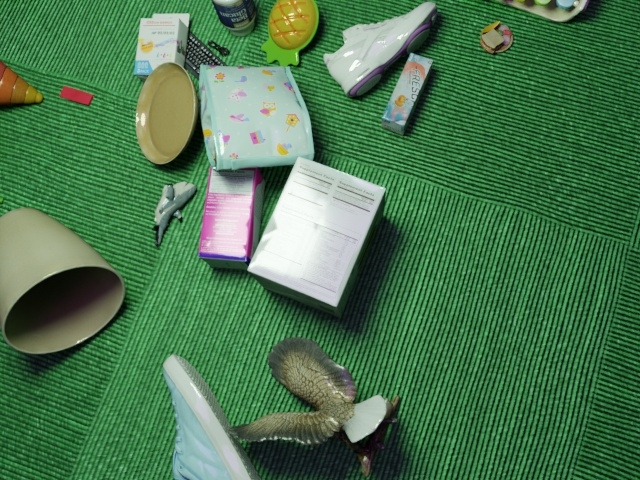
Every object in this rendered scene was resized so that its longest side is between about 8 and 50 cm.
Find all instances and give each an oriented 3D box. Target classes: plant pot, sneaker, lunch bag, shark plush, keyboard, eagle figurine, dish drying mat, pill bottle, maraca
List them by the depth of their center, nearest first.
[{"bbox_3d":[-0.010,0.347,1.302,0.298,0.226,0.225,27,100,5],"label":"eagle figurine"},{"bbox_3d":[-0.259,0.416,1.329,0.150,0.135,0.365,-31,75,-7],"label":"sneaker"},{"bbox_3d":[-0.607,0.060,1.403,0.256,0.256,0.274,-40,61,-6],"label":"plant pot"},{"bbox_3d":[-0.146,-0.254,1.418,0.224,0.160,0.262,-5,55,-18],"label":"lunch bag"},{"bbox_3d":[-0.346,-0.066,1.496,0.067,0.073,0.161,24,72,-21],"label":"shark plush"},{"bbox_3d":[-0.354,-0.295,1.503,0.236,0.032,0.236,-1,89,42],"label":"plant pot"},{"bbox_3d":[0.142,-0.482,1.525,0.305,0.114,0.152,-40,78,-6],"label":"sneaker"},{"bbox_3d":[-0.206,-0.564,1.544,0.094,0.169,0.094,-1,77,5],"label":"pill bottle"},{"bbox_3d":[-0.074,-0.510,1.562,0.127,0.099,0.185,29,106,16],"label":"maraca"},{"bbox_3d":[-0.285,-0.455,1.600,0.108,0.023,0.180,-45,78,-7],"label":"keyboard"},{"bbox_3d":[-0.609,-0.362,1.609,0.083,0.008,0.032,18,78,9],"label":"dish drying mat"}]

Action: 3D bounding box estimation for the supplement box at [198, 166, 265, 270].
[{"bbox_3d":[-0.195,-0.053,1.449,0.114,0.111,0.219,5,76,6],"label":"supplement box"}]

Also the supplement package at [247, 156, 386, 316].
[{"bbox_3d":[0.000,0.000,1.375,0.198,0.199,0.262,21,79,9],"label":"supplement package"}]

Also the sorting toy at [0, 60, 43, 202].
[{"bbox_3d":[-0.774,-0.250,1.565,0.126,0.127,0.365,15,79,-22],"label":"sorting toy"}]

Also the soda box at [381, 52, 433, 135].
[{"bbox_3d":[0.204,-0.343,1.514,0.058,0.063,0.183,22,79,10],"label":"soda box"}]

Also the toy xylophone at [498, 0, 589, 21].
[{"bbox_3d":[0.505,-0.659,1.558,0.323,0.081,0.236,17,78,8],"label":"toy xylophone"}]

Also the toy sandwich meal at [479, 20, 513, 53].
[{"bbox_3d":[0.422,-0.490,1.550,0.086,0.029,0.085,-1,76,4],"label":"toy sandwich meal"}]

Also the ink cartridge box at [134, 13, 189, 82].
[{"bbox_3d":[-0.387,-0.482,1.578,0.105,0.061,0.181,4,84,12],"label":"ink cartridge box"}]
